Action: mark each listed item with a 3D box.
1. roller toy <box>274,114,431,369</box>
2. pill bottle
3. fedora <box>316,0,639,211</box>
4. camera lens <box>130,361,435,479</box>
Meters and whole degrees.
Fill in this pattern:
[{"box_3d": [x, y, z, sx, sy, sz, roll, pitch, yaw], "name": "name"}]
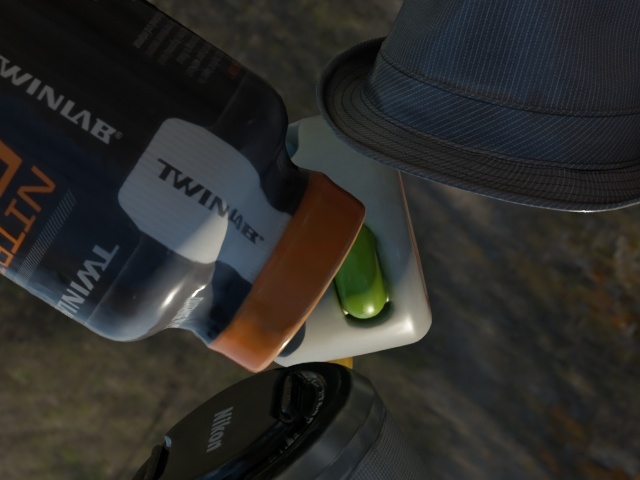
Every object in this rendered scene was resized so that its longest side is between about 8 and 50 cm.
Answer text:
[{"box_3d": [0.000, 0.000, 1.336, 0.146, 0.191, 0.209, -12, 156, 4], "name": "roller toy"}, {"box_3d": [-0.104, -0.044, 0.704, 0.246, 0.130, 0.130, 33, 165, -6], "name": "pill bottle"}, {"box_3d": [0.129, -0.124, 1.045, 0.244, 0.124, 0.275, 19, -158, 20], "name": "fedora"}, {"box_3d": [-0.001, 0.244, 1.239, 0.274, 0.219, 0.219, 57, 158, -15], "name": "camera lens"}]
